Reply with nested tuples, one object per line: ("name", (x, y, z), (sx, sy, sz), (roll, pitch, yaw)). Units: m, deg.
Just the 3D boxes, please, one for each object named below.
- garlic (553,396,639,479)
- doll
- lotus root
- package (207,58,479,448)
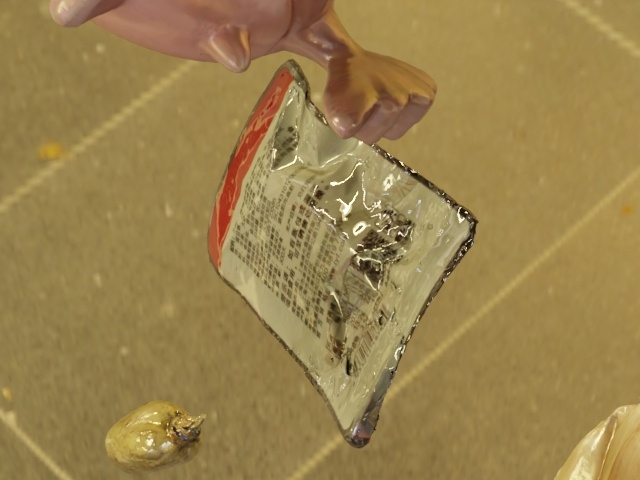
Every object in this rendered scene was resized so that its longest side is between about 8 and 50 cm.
("garlic", (0.304, 0.240, 1.707), (0.110, 0.228, 0.217), (1, 42, -21))
("doll", (-0.057, -0.137, 0.714), (0.262, 0.093, 0.211), (49, 38, 3))
("lotus root", (-0.148, 0.176, 1.716), (0.072, 0.152, 0.063), (2, 74, -37))
("package", (0.000, 0.000, 1.160), (0.030, 0.154, 0.239), (10, 23, -38))
